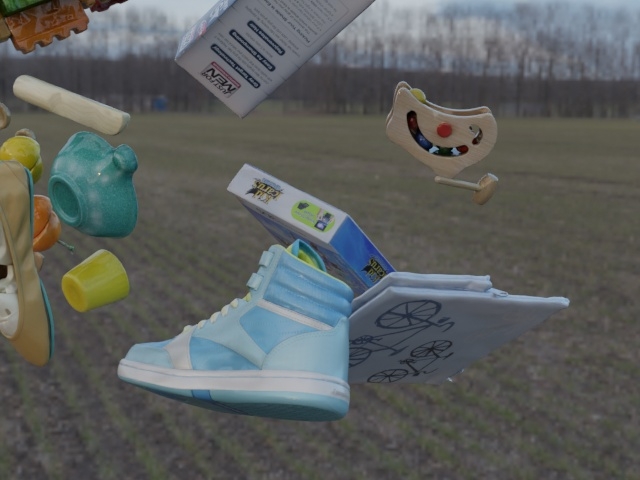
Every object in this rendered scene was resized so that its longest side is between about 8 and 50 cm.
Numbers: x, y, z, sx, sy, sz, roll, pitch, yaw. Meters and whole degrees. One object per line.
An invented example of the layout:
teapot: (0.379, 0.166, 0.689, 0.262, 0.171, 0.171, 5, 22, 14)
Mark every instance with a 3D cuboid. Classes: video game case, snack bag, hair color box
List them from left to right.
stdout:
hair color box: (-0.079, -0.397, 1.932, 0.347, 0.174, 0.105, -38, 27, 23)
video game case: (0.000, 0.000, 1.821, 0.244, 0.061, 0.269, 29, -12, 38)
snack bag: (0.137, 0.131, 1.514, 0.343, 0.037, 0.323, 5, -31, -34)

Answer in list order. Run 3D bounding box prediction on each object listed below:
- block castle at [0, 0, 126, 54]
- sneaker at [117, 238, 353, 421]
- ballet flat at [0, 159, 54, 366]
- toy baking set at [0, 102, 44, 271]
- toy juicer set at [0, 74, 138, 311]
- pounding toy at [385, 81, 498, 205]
block castle: (-0.448, -0.355, 1.555, 0.453, 0.212, 0.303, -28, 7, -25)
sneaker: (-0.092, 0.100, 1.300, 0.319, 0.208, 0.127, 1, -19, 30)
ballet flat: (-0.343, 0.030, 1.170, 0.073, 0.232, 0.080, -14, 13, -41)
toy baking set: (-0.456, -0.076, 1.452, 0.197, 0.256, 0.030, 3, 21, 25)
toy juicer set: (-0.292, -0.084, 1.290, 0.209, 0.329, 0.089, 40, 47, 23)
pounding toy: (0.250, -0.197, 2.060, 0.270, 0.154, 0.155, 35, 16, -8)
